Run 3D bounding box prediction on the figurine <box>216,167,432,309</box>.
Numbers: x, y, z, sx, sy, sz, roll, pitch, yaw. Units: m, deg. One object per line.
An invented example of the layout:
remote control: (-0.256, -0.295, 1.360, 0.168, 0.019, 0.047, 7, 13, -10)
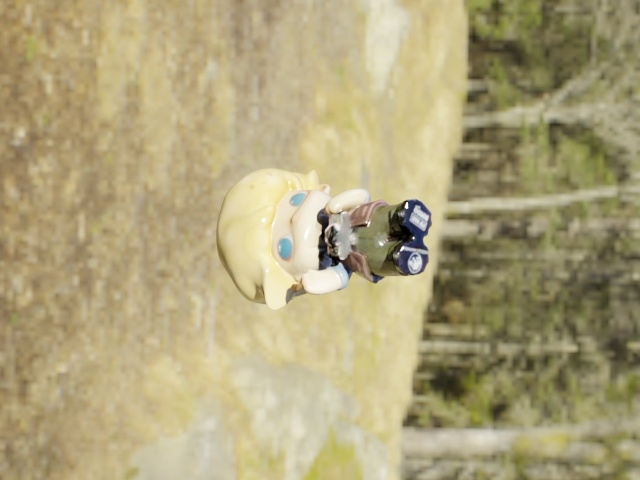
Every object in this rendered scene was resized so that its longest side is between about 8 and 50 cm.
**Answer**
figurine: (0.000, 0.000, 1.187, 0.108, 0.196, 0.114, -2, 95, -43)
